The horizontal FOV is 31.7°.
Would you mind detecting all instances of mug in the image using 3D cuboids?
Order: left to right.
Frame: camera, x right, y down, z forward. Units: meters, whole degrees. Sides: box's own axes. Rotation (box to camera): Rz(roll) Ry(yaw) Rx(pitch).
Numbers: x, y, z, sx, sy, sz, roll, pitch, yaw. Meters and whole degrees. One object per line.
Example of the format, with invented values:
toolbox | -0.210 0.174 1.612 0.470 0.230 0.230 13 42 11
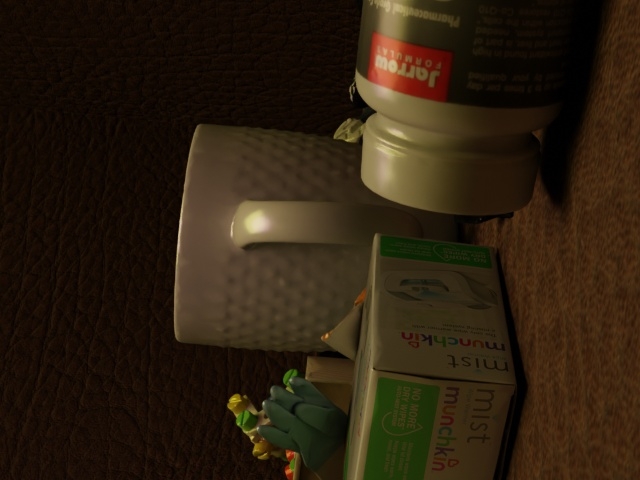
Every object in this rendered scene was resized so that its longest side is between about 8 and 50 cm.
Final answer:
mug | 0.000 0.000 1.361 0.374 0.327 0.276 111 164 -83

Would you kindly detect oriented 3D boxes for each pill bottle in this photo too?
pill bottle | 0.111 -0.172 0.829 0.161 0.161 0.283 -87 3 -69

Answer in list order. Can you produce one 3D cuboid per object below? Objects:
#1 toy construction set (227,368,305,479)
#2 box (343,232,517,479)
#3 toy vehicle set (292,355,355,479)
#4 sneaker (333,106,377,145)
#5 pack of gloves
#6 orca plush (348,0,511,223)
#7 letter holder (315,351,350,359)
toy construction set | -0.033 0.339 1.721 0.151 0.215 0.328 39 -152 -45
box | 0.094 0.165 1.041 0.231 0.126 0.262 -83 0 -60
toy vehicle set | 0.054 0.254 1.485 0.267 0.165 0.035 97 178 -46
sneaker | 0.128 -0.146 1.567 0.235 0.094 0.153 -53 -57 -38
pack of gloves | 0.036 0.163 1.208 0.046 0.195 0.232 43 176 46
orca plush | 0.077 -0.139 1.034 0.151 0.102 0.287 -101 -9 -68
letter holder | 0.066 0.189 1.668 0.302 0.151 0.214 -86 0 -49
